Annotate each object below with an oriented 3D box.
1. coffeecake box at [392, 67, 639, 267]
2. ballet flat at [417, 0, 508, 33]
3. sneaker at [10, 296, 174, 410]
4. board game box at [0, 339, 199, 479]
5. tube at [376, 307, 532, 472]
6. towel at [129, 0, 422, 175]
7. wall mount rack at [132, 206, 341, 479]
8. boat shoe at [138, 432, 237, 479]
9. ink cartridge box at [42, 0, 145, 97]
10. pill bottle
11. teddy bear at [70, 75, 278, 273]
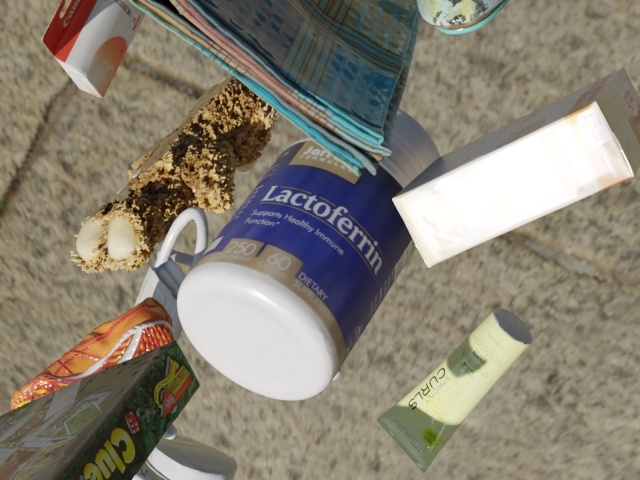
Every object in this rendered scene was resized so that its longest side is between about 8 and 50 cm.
[{"bbox_3d":[0.171,-0.062,1.080,0.185,0.142,0.068,-26,96,27],"label":"coffeecake box"},{"bbox_3d":[0.098,-0.195,0.797,0.070,0.070,0.188,23,42,5],"label":"ballet flat"},{"bbox_3d":[-0.213,0.119,1.238,0.175,0.067,0.064,-30,121,2],"label":"sneaker"},{"bbox_3d":[-0.146,0.125,0.480,0.136,0.260,0.030,-21,104,23],"label":"board game box"},{"bbox_3d":[0.169,0.186,1.640,0.062,0.240,0.070,24,32,-26],"label":"tube"},{"bbox_3d":[-0.023,-0.237,1.171,0.271,0.040,0.370,36,34,-13],"label":"towel"},{"bbox_3d":[-0.128,0.156,1.370,0.130,0.304,0.350,17,101,-27],"label":"wall mount rack"},{"bbox_3d":[-0.198,0.311,1.703,0.113,0.306,0.105,14,86,-28],"label":"boat shoe"},{"bbox_3d":[-0.306,-0.294,1.790,0.045,0.179,0.145,23,79,10],"label":"ink cartridge box"},{"bbox_3d":[0.000,0.000,1.168,0.153,0.153,0.265,30,53,7],"label":"pill bottle"},{"bbox_3d":[-0.183,-0.071,1.709,0.113,0.245,0.338,49,45,-17],"label":"teddy bear"}]
